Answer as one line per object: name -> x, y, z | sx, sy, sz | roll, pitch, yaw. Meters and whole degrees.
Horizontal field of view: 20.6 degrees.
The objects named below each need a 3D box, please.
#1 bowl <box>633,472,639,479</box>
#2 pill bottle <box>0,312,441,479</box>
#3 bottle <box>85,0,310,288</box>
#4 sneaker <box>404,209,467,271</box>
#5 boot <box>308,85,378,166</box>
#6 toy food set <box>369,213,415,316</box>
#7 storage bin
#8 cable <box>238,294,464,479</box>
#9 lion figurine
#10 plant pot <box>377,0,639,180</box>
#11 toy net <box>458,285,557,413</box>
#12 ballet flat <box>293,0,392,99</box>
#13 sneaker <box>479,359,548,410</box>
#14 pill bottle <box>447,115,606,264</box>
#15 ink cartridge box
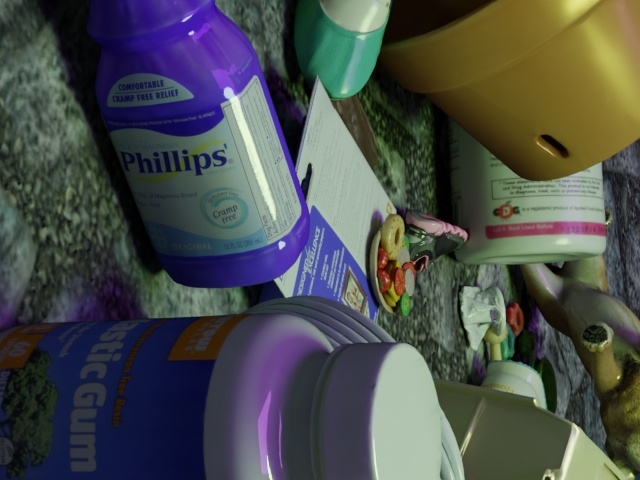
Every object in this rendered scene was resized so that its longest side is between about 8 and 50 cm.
bowl -> 0.287, 0.378, 1.464 | 0.391, 0.077, 0.391 | -28, 123, -54
pill bottle -> -0.072, 0.120, 1.071 | 0.152, 0.272, 0.152 | -4, 90, -66
bottle -> -0.096, -0.101, 1.236 | 0.092, 0.118, 0.283 | -60, 140, -50
sneaker -> 0.108, 0.004, 1.768 | 0.119, 0.047, 0.057 | 13, 96, -64
boot -> 0.032, -0.128, 1.616 | 0.106, 0.037, 0.114 | -60, 138, -33
toy food set -> 0.066, 0.024, 1.582 | 0.082, 0.020, 0.083 | 62, 32, -46
storage bin -> 0.113, 0.209, 1.448 | 0.262, 0.260, 0.123 | 45, 60, -55
cable -> -0.017, 0.170, 1.215 | 0.089, 0.257, 0.257 | -17, 86, -45
lion figurine -> 0.317, 0.107, 1.988 | 0.240, 0.142, 0.392 | 70, 3, -49
plant pot -> 0.212, -0.193, 1.659 | 0.203, 0.291, 0.291 | 54, 36, -20
toy net -> 0.214, 0.103, 1.965 | 0.232, 0.045, 0.122 | 54, 40, -49
ballet flat -> 0.033, -0.237, 1.566 | 0.087, 0.083, 0.247 | 126, -18, -50
sneaker -> 0.220, 0.238, 1.928 | 0.228, 0.087, 0.092 | 60, 43, -33
pill bottle -> 0.214, -0.121, 1.860 | 0.160, 0.160, 0.283 | 8, 79, -65
ink cartridge box -> 0.000, 0.000, 1.516 | 0.208, 0.045, 0.206 | 58, 37, -49
